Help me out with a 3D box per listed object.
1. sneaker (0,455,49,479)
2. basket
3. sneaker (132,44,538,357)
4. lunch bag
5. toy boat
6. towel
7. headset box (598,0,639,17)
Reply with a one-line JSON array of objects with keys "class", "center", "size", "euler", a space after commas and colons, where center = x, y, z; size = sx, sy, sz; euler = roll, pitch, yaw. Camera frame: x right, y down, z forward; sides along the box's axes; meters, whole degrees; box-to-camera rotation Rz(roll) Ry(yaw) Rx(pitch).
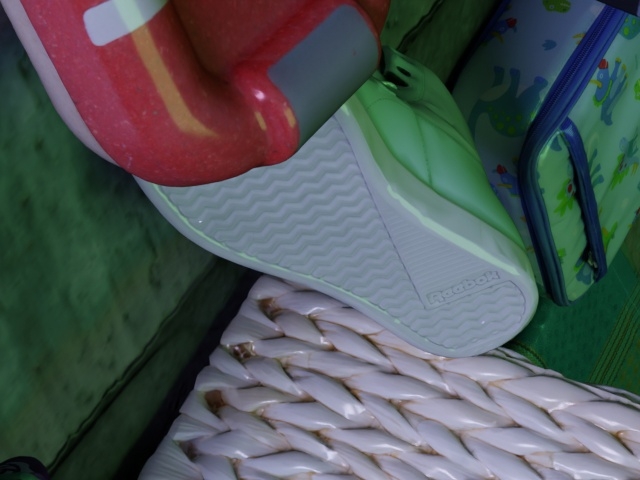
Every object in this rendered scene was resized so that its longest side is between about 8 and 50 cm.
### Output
[{"class": "sneaker", "center": [-0.147, 0.112, 0.610], "size": [0.223, 0.083, 0.098], "euler": [74, 22, -57]}, {"class": "basket", "center": [0.071, 0.230, 0.830], "size": [0.266, 0.331, 0.328], "euler": [-63, 156, -21]}, {"class": "sneaker", "center": [-0.011, -0.057, 0.715], "size": [0.094, 0.151, 0.256], "euler": [-38, 130, 19]}, {"class": "lunch bag", "center": [0.157, -0.067, 1.011], "size": [0.176, 0.090, 0.219], "euler": [-54, 151, -18]}, {"class": "toy boat", "center": [-0.025, -0.129, 0.487], "size": [0.151, 0.151, 0.231], "euler": [-48, 128, -35]}, {"class": "towel", "center": [0.169, 0.188, 1.219], "size": [0.370, 0.040, 0.271], "euler": [-59, 139, -21]}, {"class": "headset box", "center": [0.238, -0.163, 0.798], "size": [0.246, 0.283, 0.131], "euler": [8, 107, -28]}]
